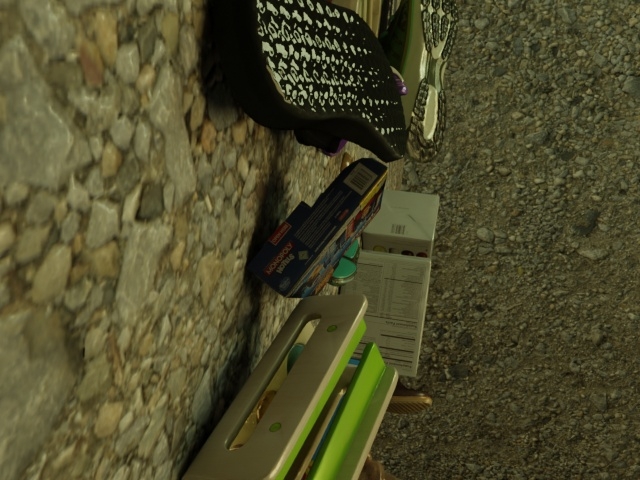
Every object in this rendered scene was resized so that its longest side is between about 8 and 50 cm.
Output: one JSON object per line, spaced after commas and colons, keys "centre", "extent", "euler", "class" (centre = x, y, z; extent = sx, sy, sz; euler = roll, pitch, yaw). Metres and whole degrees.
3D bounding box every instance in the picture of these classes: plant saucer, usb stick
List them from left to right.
{"centre": [0.054, -0.136, 1.315], "extent": [0.083, 0.015, 0.083], "euler": [8, 90, -80], "class": "plant saucer"}
{"centre": [0.144, -0.436, 1.500], "extent": [0.077, 0.045, 0.277], "euler": [-58, 153, -65], "class": "usb stick"}

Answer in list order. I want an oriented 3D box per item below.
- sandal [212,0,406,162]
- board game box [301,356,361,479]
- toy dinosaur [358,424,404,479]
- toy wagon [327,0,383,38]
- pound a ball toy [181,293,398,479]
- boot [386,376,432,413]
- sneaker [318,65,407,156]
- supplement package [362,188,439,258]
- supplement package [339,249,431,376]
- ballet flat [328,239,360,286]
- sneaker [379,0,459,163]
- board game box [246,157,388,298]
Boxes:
{"centre": [-0.005, -0.176, 0.723], "extent": [0.446, 0.107, 0.167], "euler": [0, 81, -66], "class": "sandal"}
{"centre": [-0.011, 0.371, 1.034], "extent": [0.302, 0.086, 0.308], "euler": [97, 6, -60], "class": "board game box"}
{"centre": [0.059, 0.472, 1.198], "extent": [0.127, 0.296, 0.200], "euler": [57, 14, -28], "class": "toy dinosaur"}
{"centre": [0.071, -0.383, 1.076], "extent": [0.344, 0.068, 0.267], "euler": [-73, 167, -45], "class": "toy wagon"}
{"centre": [-0.023, 0.235, 0.705], "extent": [0.319, 0.136, 0.208], "euler": [-55, 129, -48], "class": "pound a ball toy"}
{"centre": [0.164, 0.325, 1.659], "extent": [0.090, 0.249, 0.206], "euler": [57, 37, -50], "class": "boot"}
{"centre": [0.061, -0.186, 0.993], "extent": [0.170, 0.071, 0.068], "euler": [-46, 159, 24], "class": "sneaker"}
{"centre": [0.225, -0.026, 1.847], "extent": [0.203, 0.194, 0.149], "euler": [78, 23, -61], "class": "supplement package"}
{"centre": [0.149, 0.162, 1.556], "extent": [0.199, 0.198, 0.262], "euler": [0, 98, -80], "class": "supplement package"}
{"centre": [0.038, 0.053, 1.253], "extent": [0.188, 0.070, 0.070], "euler": [-55, 151, -62], "class": "ballet flat"}
{"centre": [0.141, -0.350, 1.243], "extent": [0.158, 0.182, 0.410], "euler": [18, 79, -54], "class": "sneaker"}
{"centre": [0.000, 0.000, 0.827], "extent": [0.194, 0.060, 0.194], "euler": [-51, 170, -13], "class": "board game box"}
